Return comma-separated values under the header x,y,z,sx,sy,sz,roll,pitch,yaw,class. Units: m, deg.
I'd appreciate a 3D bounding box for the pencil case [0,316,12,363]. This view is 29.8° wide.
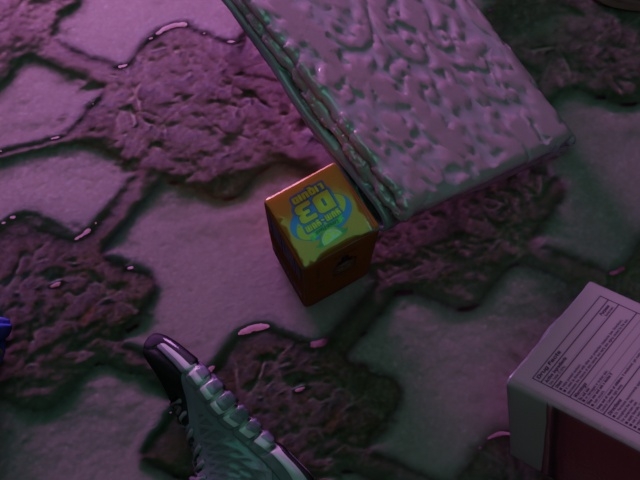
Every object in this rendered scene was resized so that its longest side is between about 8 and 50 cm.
x,y,z,sx,sy,sz,roll,pitch,yaw,class
-0.370,0.199,1.139,0.119,0.133,0.306,14,76,-32,pencil case

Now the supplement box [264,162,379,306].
x,y,z,sx,sy,sz,roll,pitch,yaw,class
0.000,0.000,1.134,0.078,0.233,0.080,-29,82,-6,supplement box

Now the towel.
x,y,z,sx,sy,sz,roll,pitch,yaw,class
0.073,-0.184,1.189,0.317,0.053,0.331,-25,77,-46,towel

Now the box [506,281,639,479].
x,y,z,sx,sy,sz,roll,pitch,yaw,class
0.306,0.167,1.098,0.232,0.126,0.148,27,56,32,box

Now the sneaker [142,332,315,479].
x,y,z,sx,sy,sz,roll,pitch,yaw,class
-0.121,0.206,1.165,0.132,0.086,0.229,-44,83,-7,sneaker

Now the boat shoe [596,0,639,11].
x,y,z,sx,sy,sz,roll,pitch,yaw,class
0.452,-0.297,1.272,0.341,0.110,0.121,0,77,-1,boat shoe
